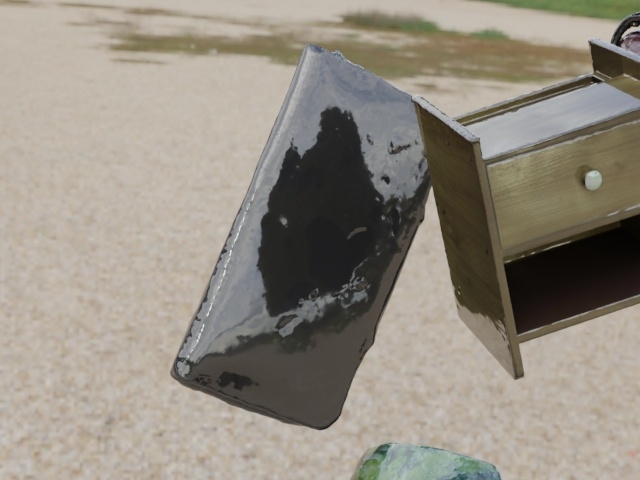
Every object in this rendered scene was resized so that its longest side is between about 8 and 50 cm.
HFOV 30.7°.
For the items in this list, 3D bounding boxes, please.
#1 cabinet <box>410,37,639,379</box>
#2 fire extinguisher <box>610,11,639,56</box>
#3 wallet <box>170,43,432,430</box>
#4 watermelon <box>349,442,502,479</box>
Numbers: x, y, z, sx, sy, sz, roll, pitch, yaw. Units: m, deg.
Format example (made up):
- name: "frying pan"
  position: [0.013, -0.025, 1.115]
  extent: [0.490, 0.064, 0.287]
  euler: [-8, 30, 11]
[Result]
- name: "cabinet"
  position: [0.197, -0.028, 0.957]
  extent: [0.175, 0.215, 0.148]
  euler: [-18, 23, -8]
- name: "fire extinguisher"
  position: [0.397, -0.132, 1.394]
  extent: [0.141, 0.341, 0.105]
  euler: [22, 37, 25]
- name: "wallet"
  position: [0.000, 0.000, 1.191]
  extent: [0.197, 0.377, 0.051]
  euler: [24, -6, -24]
- name: "watermelon"
  position: [0.140, 0.336, 1.221]
  extent: [0.176, 0.256, 0.260]
  euler: [8, -18, -29]
